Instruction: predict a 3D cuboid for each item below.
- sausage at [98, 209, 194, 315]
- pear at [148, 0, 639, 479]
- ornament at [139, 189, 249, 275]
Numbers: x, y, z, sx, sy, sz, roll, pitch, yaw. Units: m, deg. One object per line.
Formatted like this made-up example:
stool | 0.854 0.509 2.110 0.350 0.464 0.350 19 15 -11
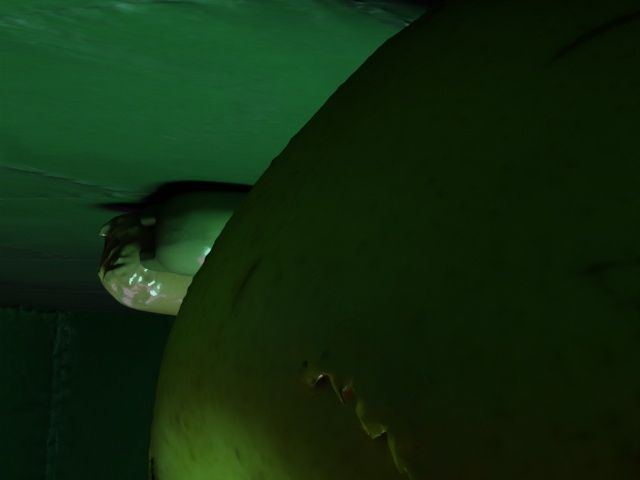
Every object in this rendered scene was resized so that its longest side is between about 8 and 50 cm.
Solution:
sausage | -0.041 0.025 1.458 0.289 0.086 0.086 5 175 -26
pear | 0.123 0.077 0.538 0.348 0.348 0.348 4 175 0
ornament | 0.000 0.000 1.278 0.230 0.061 0.245 3 178 -15
